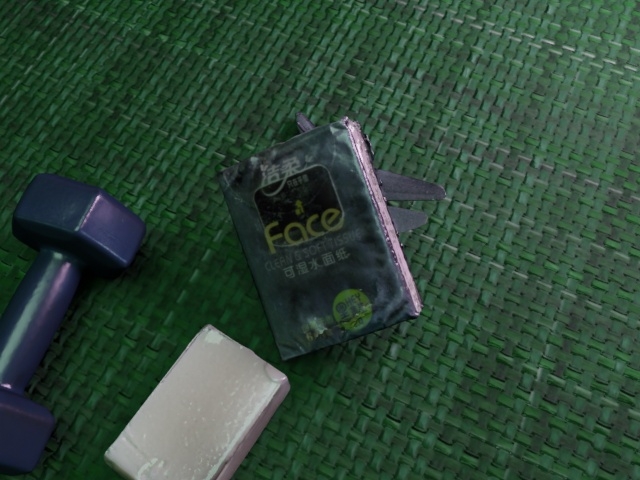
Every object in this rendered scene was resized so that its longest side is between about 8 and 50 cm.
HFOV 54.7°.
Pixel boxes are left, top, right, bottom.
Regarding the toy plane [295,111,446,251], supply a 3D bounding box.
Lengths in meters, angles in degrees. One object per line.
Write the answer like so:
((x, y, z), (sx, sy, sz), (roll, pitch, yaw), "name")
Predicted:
((0.016, -0.086, 0.801), (0.212, 0.088, 0.267), (-34, 64, 12), "toy plane")

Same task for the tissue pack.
((0.000, 0.000, 0.707), (0.173, 0.073, 0.235), (-19, 88, 17), "tissue pack")

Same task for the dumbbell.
((-0.325, 0.089, 0.698), (0.160, 0.144, 0.325), (15, 67, 10), "dumbbell")

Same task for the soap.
((-0.131, 0.199, 0.685), (0.121, 0.064, 0.183), (31, 69, 16), "soap")
